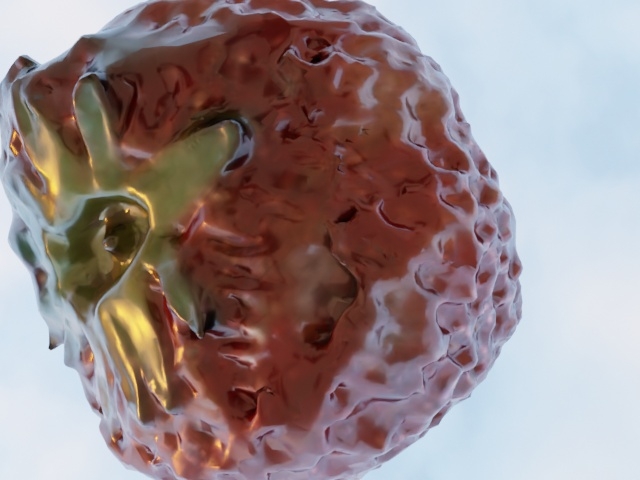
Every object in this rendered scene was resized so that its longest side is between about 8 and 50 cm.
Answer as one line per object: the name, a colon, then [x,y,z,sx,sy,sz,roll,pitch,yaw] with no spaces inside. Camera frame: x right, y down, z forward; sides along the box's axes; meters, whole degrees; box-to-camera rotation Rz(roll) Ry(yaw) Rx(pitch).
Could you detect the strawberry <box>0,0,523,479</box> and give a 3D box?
strawberry: [-0.003,-0.004,0.980,0.310,0.292,0.291,-16,-115,-27]
